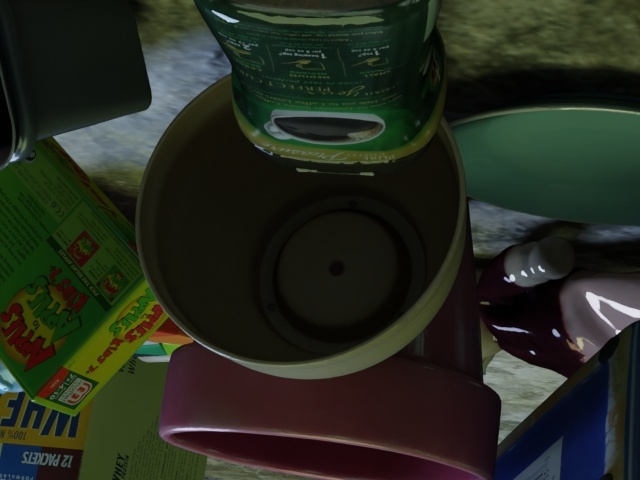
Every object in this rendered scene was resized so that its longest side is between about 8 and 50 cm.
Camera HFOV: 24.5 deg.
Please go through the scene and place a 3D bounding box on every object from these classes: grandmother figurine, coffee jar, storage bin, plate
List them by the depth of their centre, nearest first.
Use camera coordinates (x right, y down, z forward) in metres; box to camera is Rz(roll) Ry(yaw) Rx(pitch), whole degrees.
[{"bbox_3d":[0.004,-0.087,0.595,0.096,0.079,0.184,4,164,5],"label":"coffee jar"},{"bbox_3d":[-0.151,-0.082,0.704,0.091,0.098,0.135,-16,-175,-43],"label":"storage bin"},{"bbox_3d":[0.147,-0.045,0.783,0.188,0.024,0.188,8,164,2],"label":"plate"},{"bbox_3d":[0.191,0.054,1.007,0.342,0.104,0.208,-2,135,43],"label":"grandmother figurine"}]

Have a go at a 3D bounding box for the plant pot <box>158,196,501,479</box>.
[{"bbox_3d":[0.015,0.046,0.889,0.201,0.180,0.201,8,166,2],"label":"plant pot"}]

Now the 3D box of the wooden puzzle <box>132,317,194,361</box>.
[{"bbox_3d":[-0.161,0.061,1.129,0.221,0.044,0.239,-7,159,44],"label":"wooden puzzle"}]

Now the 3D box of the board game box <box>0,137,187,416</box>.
[{"bbox_3d":[-0.161,-0.003,0.793,0.181,0.092,0.043,45,-176,29],"label":"board game box"}]

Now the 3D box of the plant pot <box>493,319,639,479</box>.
[{"bbox_3d":[0.201,0.199,0.846,0.212,0.236,0.236,35,123,-9],"label":"plant pot"}]

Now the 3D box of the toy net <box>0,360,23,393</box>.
[{"bbox_3d":[-0.267,0.031,1.030,0.122,0.045,0.232,18,148,22],"label":"toy net"}]

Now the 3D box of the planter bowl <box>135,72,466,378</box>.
[{"bbox_3d":[0.000,0.000,0.746,0.162,0.162,0.109,4,161,15],"label":"planter bowl"}]

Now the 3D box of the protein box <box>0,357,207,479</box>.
[{"bbox_3d":[-0.210,0.159,1.395,0.136,0.199,0.201,0,163,28],"label":"protein box"}]
